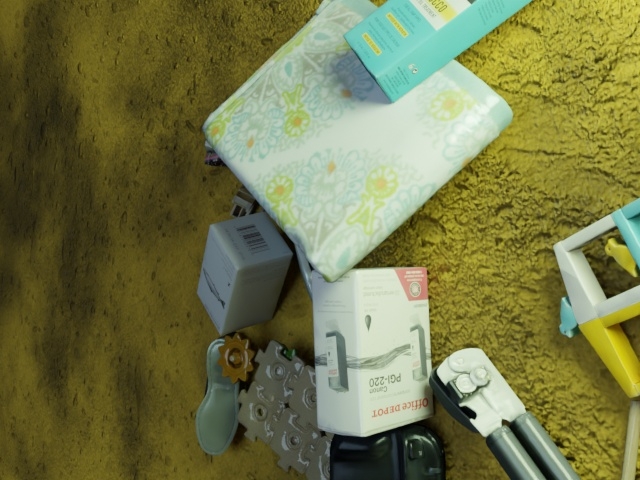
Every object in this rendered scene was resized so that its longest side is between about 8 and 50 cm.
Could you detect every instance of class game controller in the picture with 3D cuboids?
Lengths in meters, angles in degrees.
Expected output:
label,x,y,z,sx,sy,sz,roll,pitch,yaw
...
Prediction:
label,x,y,z,sx,sy,sz,roll,pitch,yaw
game controller,0.094,0.417,0.998,0.166,0.067,0.319,-1,88,23

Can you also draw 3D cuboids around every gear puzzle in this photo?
label,x,y,z,sx,sy,sz,roll,pitch,yaw
gear puzzle,-0.051,0.267,1.158,0.339,0.044,0.175,30,103,31

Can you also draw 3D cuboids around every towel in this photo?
label,x,y,z,sx,sy,sz,roll,pitch,yaw
towel,0.030,-0.162,0.993,0.320,0.090,0.374,-44,53,4

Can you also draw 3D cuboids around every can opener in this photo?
label,x,y,z,sx,sy,sz,roll,pitch,yaw
can opener,0.244,0.255,0.887,0.280,0.074,0.093,54,159,33

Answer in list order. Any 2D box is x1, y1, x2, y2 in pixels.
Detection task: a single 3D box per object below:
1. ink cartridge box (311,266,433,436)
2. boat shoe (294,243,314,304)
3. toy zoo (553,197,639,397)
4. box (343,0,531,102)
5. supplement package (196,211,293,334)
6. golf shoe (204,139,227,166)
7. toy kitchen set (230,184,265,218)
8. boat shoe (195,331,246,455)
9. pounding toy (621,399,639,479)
label,x,y,z,sx,sy,sz,roll,pitch,yaw
ink cartridge box,0.074,0.147,0.981,0.092,0.158,0.218,-3,88,45
boat shoe,0.000,0.000,1.097,0.114,0.091,0.302,91,160,-77
toy zoo,0.363,0.049,0.736,0.293,0.030,0.192,-43,66,54
box,0.157,-0.291,0.893,0.244,0.060,0.100,-36,54,9
supplement package,-0.131,0.057,1.190,0.105,0.105,0.179,54,144,30
golf shoe,-0.150,-0.187,1.271,0.186,0.067,0.086,-6,84,45
toy kitchen set,-0.123,-0.051,1.247,0.068,0.083,0.075,27,115,-3
boat shoe,-0.174,0.279,1.295,0.081,0.068,0.228,11,102,9
pounding toy,0.354,0.217,0.705,0.155,0.154,0.269,49,122,33
